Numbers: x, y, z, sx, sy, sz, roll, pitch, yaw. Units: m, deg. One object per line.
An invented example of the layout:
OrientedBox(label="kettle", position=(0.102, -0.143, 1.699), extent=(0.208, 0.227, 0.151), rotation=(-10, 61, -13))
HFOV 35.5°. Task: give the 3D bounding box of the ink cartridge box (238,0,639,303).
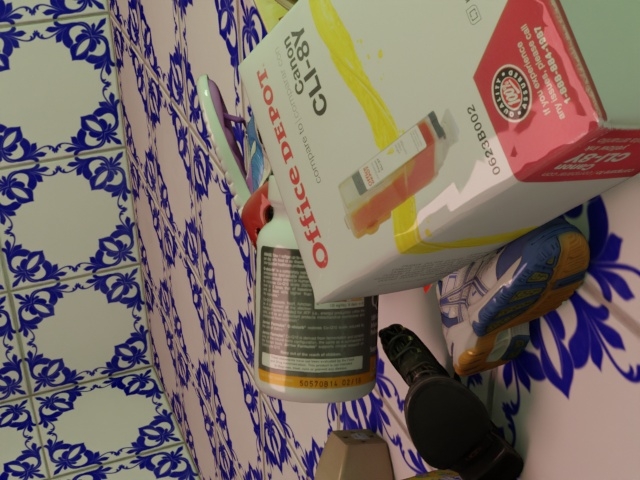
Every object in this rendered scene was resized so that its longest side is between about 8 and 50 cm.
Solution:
OrientedBox(label="ink cartridge box", position=(0.112, -0.136, 0.906), extent=(0.385, 0.160, 0.279), rotation=(-35, 68, 49))

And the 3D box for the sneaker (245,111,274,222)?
OrientedBox(label="sneaker", position=(-0.060, -0.139, 1.699), extent=(0.147, 0.130, 0.330), rotation=(-104, 15, -56))

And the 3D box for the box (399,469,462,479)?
OrientedBox(label="box", position=(0.175, 0.457, 1.257), extent=(0.290, 0.177, 0.279), rotation=(161, 97, -72))

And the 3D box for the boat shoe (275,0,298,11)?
OrientedBox(label="boat shoe", position=(0.012, -0.272, 1.138), extent=(0.109, 0.302, 0.098), rotation=(-66, 15, -18))

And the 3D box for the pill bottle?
OrientedBox(label="pill bottle", position=(-0.004, 0.057, 1.280), extent=(0.162, 0.162, 0.278), rotation=(-163, 74, -69))

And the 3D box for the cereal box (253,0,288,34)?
OrientedBox(label="cereal box", position=(-0.060, -0.314, 1.381), extent=(0.240, 0.047, 0.173), rotation=(22, -135, -87))

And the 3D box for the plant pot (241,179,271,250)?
OrientedBox(label="plant pot", position=(0.000, 0.000, 1.464), extent=(0.174, 0.191, 0.191), rotation=(66, 159, 19))

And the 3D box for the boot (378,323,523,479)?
OrientedBox(label="boot", position=(0.129, 0.181, 1.224), extent=(0.263, 0.091, 0.229), rotation=(50, -177, -43))

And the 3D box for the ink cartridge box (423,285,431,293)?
OrientedBox(label="ink cartridge box", position=(0.119, -0.049, 1.210), extent=(0.145, 0.045, 0.179), rotation=(118, 152, -43))

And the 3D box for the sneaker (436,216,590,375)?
OrientedBox(label="sneaker", position=(0.182, 0.038, 1.070), extent=(0.296, 0.112, 0.131), rotation=(113, 142, -59))

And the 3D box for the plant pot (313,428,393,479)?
OrientedBox(label="plant pot", position=(0.059, 0.373, 1.670), extent=(0.109, 0.109, 0.096), rotation=(-155, 67, -68))

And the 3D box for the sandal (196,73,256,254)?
OrientedBox(label="sandal", position=(-0.130, -0.130, 1.924), extent=(0.169, 0.102, 0.416), rotation=(-113, 3, -76))
